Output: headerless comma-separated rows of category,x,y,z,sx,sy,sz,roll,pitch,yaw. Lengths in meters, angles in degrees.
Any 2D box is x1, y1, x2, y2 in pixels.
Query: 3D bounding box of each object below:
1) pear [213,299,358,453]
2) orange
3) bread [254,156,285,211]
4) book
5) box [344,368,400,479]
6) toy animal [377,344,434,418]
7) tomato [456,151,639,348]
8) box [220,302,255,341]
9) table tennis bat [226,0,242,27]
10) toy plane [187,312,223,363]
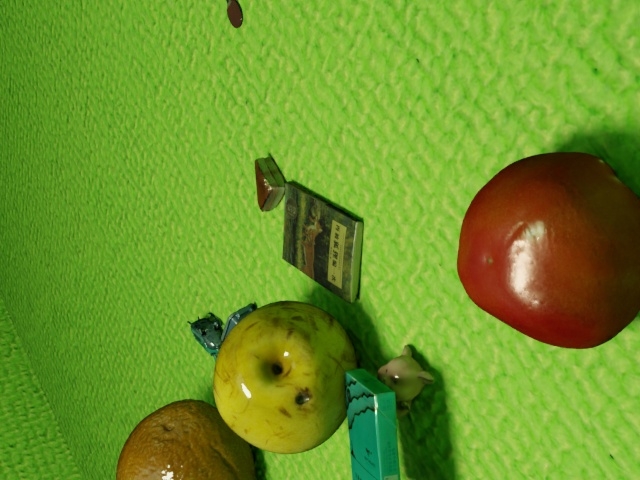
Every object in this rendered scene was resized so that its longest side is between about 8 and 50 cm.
pear,-0.060,0.240,1.718,0.280,0.280,0.281,30,127,50
orange,-0.303,0.547,2.212,0.322,0.322,0.357,41,146,43
bread,-0.094,-0.103,1.852,0.062,0.043,0.109,20,118,55
book,0.000,0.000,1.766,0.228,0.024,0.160,33,127,49
box,0.086,0.338,1.583,0.161,0.042,0.226,-163,67,-72
toy animal,0.130,0.244,1.619,0.083,0.089,0.150,41,135,13
tomato,0.276,0.010,1.184,0.260,0.180,0.260,26,121,52
box,-0.163,0.190,2.061,0.054,0.074,0.099,47,140,22
table tennis bat,-0.170,-0.448,1.863,0.050,0.007,0.083,-42,69,56
toy plane,-0.245,0.236,2.221,0.235,0.060,0.096,31,136,53
